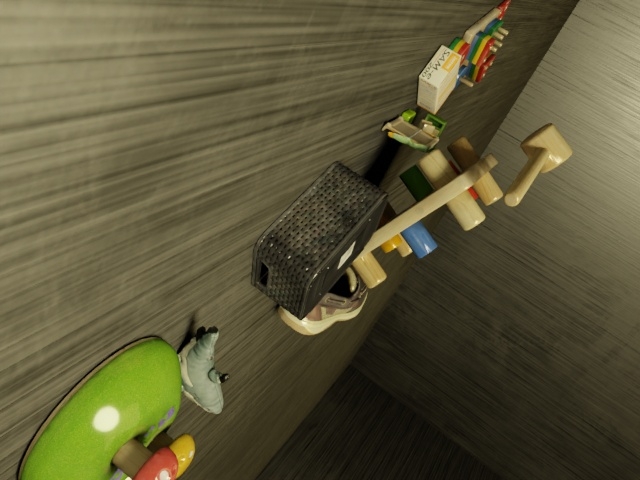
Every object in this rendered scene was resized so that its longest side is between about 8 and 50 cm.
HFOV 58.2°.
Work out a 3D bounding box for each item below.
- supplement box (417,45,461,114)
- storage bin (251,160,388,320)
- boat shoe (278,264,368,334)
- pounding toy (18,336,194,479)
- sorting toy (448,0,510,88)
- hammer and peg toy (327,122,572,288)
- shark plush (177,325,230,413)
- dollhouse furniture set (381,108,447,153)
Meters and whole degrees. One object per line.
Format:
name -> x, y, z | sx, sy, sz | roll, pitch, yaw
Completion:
supplement box -> 0.182, -0.246, 0.890 | 0.062, 0.036, 0.098 | -54, 167, -6
storage bin -> 0.000, 0.000, 0.749 | 0.180, 0.084, 0.122 | -47, 164, -30
boat shoe -> 0.029, 0.084, 1.031 | 0.092, 0.103, 0.285 | -56, 162, 24
pounding toy -> -0.188, 0.220, 0.565 | 0.237, 0.110, 0.183 | -61, 166, 23
sorting toy -> 0.280, -0.327, 1.020 | 0.274, 0.046, 0.132 | -45, 164, -39
hammer and peg toy -> 0.193, -0.077, 0.905 | 0.361, 0.127, 0.266 | -35, 178, 30
shark plush -> -0.130, 0.145, 0.678 | 0.073, 0.067, 0.161 | -37, 158, -53
dollhouse furniture set -> 0.146, -0.156, 0.897 | 0.152, 0.076, 0.058 | -38, 158, -54
